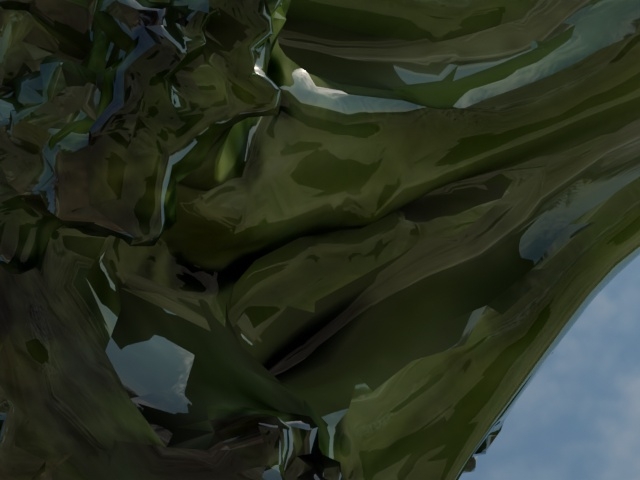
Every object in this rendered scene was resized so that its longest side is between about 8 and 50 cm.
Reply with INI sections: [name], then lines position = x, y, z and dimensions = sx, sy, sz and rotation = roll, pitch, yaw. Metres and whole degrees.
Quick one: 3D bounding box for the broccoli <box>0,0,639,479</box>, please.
[broccoli]
position = -0.020, -0.003, 0.446
dimensions = 0.260, 0.235, 0.288
rotation = -52, -18, -21
